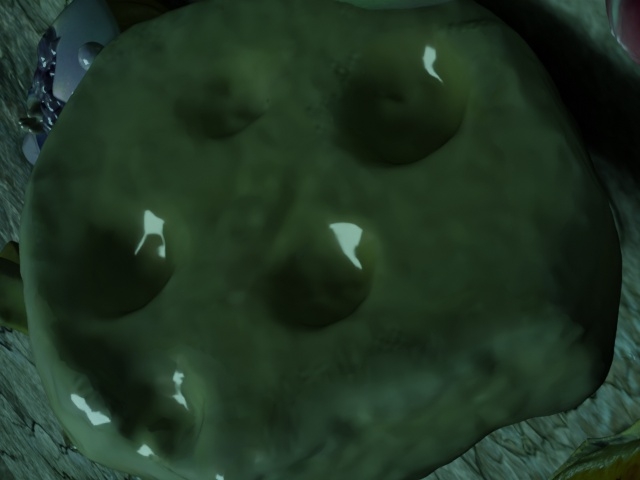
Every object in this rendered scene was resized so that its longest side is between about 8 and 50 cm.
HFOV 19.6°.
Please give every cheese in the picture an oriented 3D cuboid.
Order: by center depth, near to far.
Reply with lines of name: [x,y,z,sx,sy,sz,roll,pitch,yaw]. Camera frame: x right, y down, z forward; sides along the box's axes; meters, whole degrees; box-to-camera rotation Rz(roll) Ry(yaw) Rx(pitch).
cheese: [0.000,0.000,0.978,0.326,0.318,0.115,23,162,29]

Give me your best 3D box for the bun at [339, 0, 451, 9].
bun: [-0.019,-0.213,0.839,0.283,0.179,0.283,40,156,22]

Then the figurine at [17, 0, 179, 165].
figurine: [-0.170,-0.107,1.410,0.274,0.133,0.194,6,109,59]

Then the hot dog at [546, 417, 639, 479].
hot dog: [0.164,0.168,0.874,0.163,0.082,0.270,54,158,8]

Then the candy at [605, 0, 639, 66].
candy: [0.164,-0.102,0.736,0.103,0.103,0.043,37,149,36]

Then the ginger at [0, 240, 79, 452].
ginger: [-0.206,0.061,1.682,0.358,0.211,0.413,49,161,15]
